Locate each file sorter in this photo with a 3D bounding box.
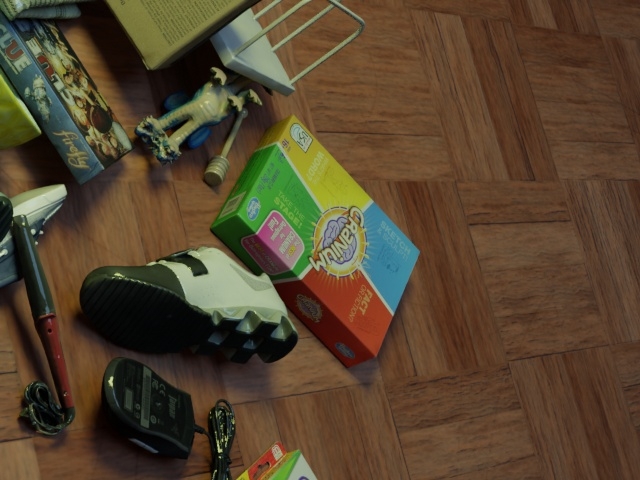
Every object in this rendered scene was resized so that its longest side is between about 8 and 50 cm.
[{"bbox_3d":[-0.089,-0.390,2.125,0.278,0.173,0.193,61,18,21],"label":"file sorter"}]

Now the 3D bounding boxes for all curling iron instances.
[{"bbox_3d":[-0.343,0.104,1.754,0.068,0.035,0.274,-9,94,-48],"label":"curling iron"}]

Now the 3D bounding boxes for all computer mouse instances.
[{"bbox_3d":[-0.204,0.267,1.857,0.262,0.060,0.184,32,45,-48],"label":"computer mouse"}]

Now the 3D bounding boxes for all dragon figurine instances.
[{"bbox_3d":[-0.170,-0.192,2.094,0.085,0.144,0.289,57,22,-7],"label":"dragon figurine"}]

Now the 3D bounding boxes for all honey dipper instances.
[{"bbox_3d":[-0.137,-0.146,2.152,0.030,0.030,0.161,42,43,-25],"label":"honey dipper"}]

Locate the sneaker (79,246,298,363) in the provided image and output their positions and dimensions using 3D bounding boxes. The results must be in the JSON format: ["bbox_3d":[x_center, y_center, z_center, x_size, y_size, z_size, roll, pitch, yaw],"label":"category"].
[{"bbox_3d":[-0.188,0.069,1.943,0.330,0.122,0.146,18,41,-40],"label":"sneaker"}]

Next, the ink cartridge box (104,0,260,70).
[{"bbox_3d":[-0.212,-0.383,1.985,0.235,0.193,0.088,57,15,-1],"label":"ink cartridge box"}]

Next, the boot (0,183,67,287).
[{"bbox_3d":[-0.380,-0.003,1.806,0.190,0.069,0.086,-36,115,-49],"label":"boot"}]

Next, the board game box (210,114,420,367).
[{"bbox_3d":[0.000,0.000,2.198,0.316,0.064,0.242,46,44,-21],"label":"board game box"}]

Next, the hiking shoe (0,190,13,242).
[{"bbox_3d":[-0.509,-0.044,1.640,0.304,0.113,0.132,3,35,-38],"label":"hiking shoe"}]

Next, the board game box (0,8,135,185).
[{"bbox_3d":[-0.344,-0.200,1.894,0.243,0.042,0.165,58,14,-9],"label":"board game box"}]

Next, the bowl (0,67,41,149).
[{"bbox_3d":[-0.472,-0.206,1.702,0.156,0.289,0.289,-33,99,-6],"label":"bowl"}]

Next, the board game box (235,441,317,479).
[{"bbox_3d":[-0.017,0.412,2.003,0.259,0.039,0.124,57,40,-5],"label":"board game box"}]

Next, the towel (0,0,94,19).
[{"bbox_3d":[-0.422,-0.431,1.895,0.312,0.056,0.324,59,16,-4],"label":"towel"}]
